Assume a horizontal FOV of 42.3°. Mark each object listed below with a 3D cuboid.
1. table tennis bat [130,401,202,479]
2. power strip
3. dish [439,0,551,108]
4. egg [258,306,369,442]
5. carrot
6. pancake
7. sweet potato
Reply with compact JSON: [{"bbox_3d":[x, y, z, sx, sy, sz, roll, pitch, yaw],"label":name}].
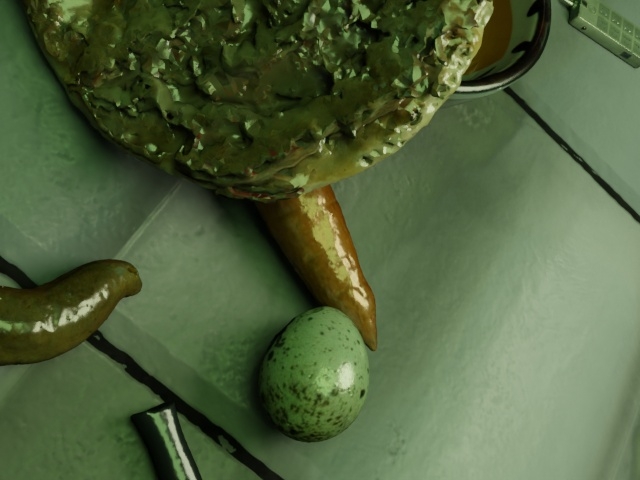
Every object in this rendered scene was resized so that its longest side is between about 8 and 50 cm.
[{"bbox_3d":[-0.076,0.228,0.591,0.150,0.027,0.236,-21,85,-33],"label":"table tennis bat"},{"bbox_3d":[0.349,-0.261,1.011,0.136,0.019,0.051,27,63,-19],"label":"power strip"},{"bbox_3d":[0.068,-0.229,0.773,0.303,0.120,0.303,9,66,-21],"label":"dish"},{"bbox_3d":[-0.004,0.102,0.641,0.085,0.085,0.110,22,58,-22],"label":"egg"},{"bbox_3d":[0.000,0.000,0.690,0.072,0.072,0.205,-29,89,-34],"label":"carrot"},{"bbox_3d":[-0.046,-0.214,0.626,0.382,0.071,0.382,0,88,9],"label":"pancake"},{"bbox_3d":[-0.228,0.043,0.551,0.233,0.062,0.081,5,69,-31],"label":"sweet potato"}]
